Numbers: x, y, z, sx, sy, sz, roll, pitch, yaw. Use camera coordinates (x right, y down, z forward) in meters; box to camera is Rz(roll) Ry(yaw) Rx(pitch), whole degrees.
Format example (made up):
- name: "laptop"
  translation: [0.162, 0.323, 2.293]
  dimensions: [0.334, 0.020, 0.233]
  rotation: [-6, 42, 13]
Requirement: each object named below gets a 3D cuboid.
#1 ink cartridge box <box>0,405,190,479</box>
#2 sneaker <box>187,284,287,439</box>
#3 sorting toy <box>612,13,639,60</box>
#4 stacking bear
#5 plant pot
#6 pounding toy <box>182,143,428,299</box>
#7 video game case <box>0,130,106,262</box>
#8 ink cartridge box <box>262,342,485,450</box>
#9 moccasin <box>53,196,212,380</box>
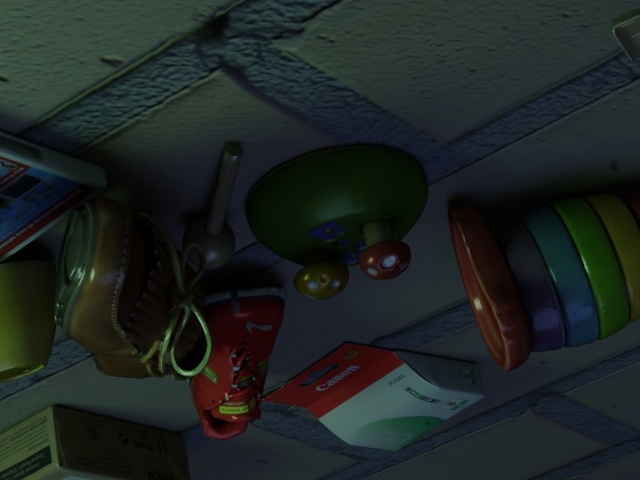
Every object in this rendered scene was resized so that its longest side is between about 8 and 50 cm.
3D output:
- name: "ink cartridge box"
  translation: [-0.312, 0.299, 1.977]
  dimensions: [0.193, 0.088, 0.235]
  rotation: [-31, 147, 30]
- name: "sneaker"
  translation: [-0.088, 0.139, 1.729]
  dimensions: [0.107, 0.118, 0.279]
  rotation: [-6, 152, -12]
- name: "sorting toy"
  translation: [0.299, -0.183, 1.390]
  dimensions: [0.062, 0.012, 0.083]
  rotation: [-27, 146, 18]
- name: "stacking bear"
  translation: [0.299, 0.017, 1.625]
  dimensions: [0.289, 0.175, 0.164]
  rotation: [-19, 150, -2]
- name: "plant pot"
  translation: [-0.313, 0.086, 1.530]
  dimensions: [0.134, 0.095, 0.134]
  rotation: [-17, 168, -4]
- name: "pounding toy"
  translation: [0.000, 0.000, 1.513]
  dimensions: [0.237, 0.110, 0.183]
  rotation: [1, 150, -23]
- name: "video game case"
  translation: [-0.361, -0.047, 1.375]
  dimensions: [0.204, 0.025, 0.285]
  rotation: [-31, 146, 32]
- name: "ink cartridge box"
  translation: [0.068, 0.201, 1.980]
  dimensions: [0.225, 0.056, 0.181]
  rotation: [11, 145, -39]
- name: "moccasin"
  translation: [-0.165, 0.061, 1.477]
  dimensions: [0.147, 0.139, 0.380]
  rotation: [7, 157, 4]
